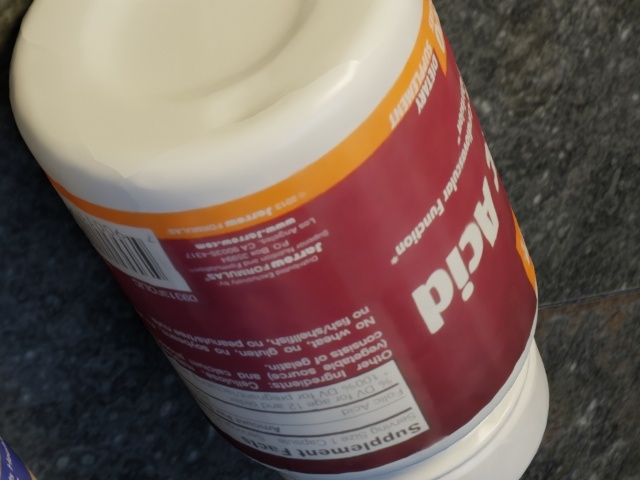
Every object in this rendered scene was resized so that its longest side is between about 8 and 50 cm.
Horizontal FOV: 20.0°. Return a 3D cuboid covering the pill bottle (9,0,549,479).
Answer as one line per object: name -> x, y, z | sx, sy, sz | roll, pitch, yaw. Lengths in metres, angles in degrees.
pill bottle -> 0.000, 0.000, 1.056 | 0.224, 0.224, 0.392 | -45, 140, -16

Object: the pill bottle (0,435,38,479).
pill bottle -> -0.249, 0.117, 0.925 | 0.153, 0.153, 0.264 | -45, 140, -16
